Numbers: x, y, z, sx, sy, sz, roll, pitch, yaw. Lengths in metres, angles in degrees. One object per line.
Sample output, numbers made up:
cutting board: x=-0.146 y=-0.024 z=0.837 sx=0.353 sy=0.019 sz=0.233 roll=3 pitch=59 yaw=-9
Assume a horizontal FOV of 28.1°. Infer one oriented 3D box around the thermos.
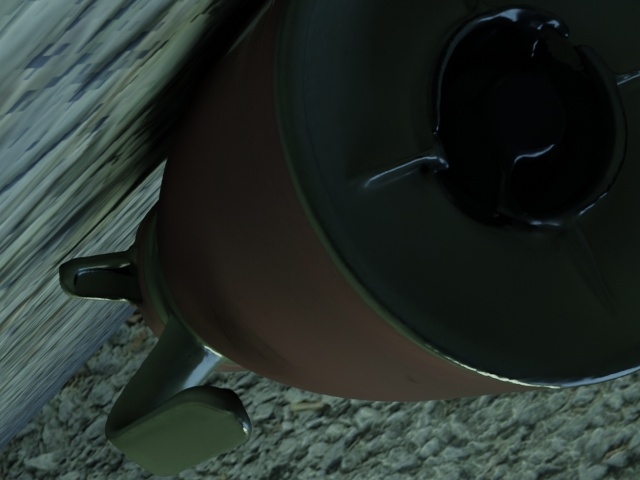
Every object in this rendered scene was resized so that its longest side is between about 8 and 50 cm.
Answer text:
thermos: x=0.000 y=0.000 z=0.443 sx=0.176 sy=0.146 sz=0.265 roll=-54 pitch=-168 yaw=-24
